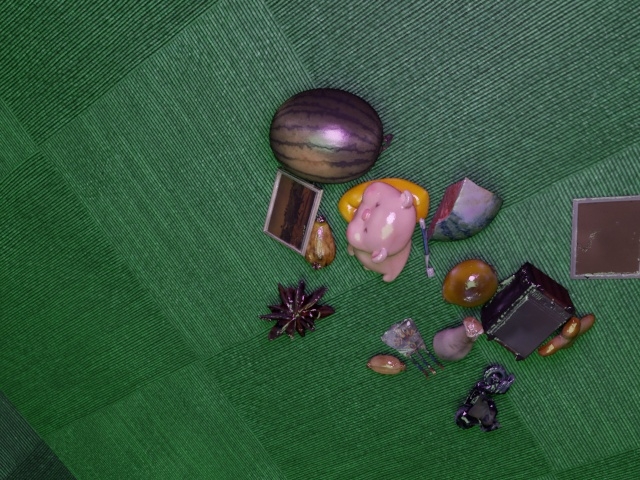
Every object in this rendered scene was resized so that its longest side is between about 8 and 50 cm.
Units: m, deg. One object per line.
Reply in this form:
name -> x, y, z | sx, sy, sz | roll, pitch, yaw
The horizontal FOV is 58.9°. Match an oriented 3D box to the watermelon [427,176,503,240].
watermelon -> 0.429, -0.089, 1.723 | 0.256, 0.260, 0.176 | -29, 90, 5

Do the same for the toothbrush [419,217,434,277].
toothbrush -> 0.339, 0.029, 1.805 | 0.026, 0.024, 0.288 | -9, 137, 10

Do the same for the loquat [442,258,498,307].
loquat -> 0.477, 0.142, 1.823 | 0.195, 0.152, 0.152 | -35, 100, 15

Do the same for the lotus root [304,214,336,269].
lotus root -> 0.000, 0.000, 1.908 | 0.108, 0.094, 0.191 | 4, 107, 4

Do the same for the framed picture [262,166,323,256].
framed picture -> -0.100, -0.094, 1.891 | 0.197, 0.014, 0.252 | 30, 118, 27

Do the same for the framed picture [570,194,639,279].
framed picture -> 0.880, -0.007, 1.734 | 0.216, 0.016, 0.274 | -2, 112, 13

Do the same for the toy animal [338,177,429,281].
toy animal -> 0.168, -0.035, 1.764 | 0.277, 0.247, 0.345 | 23, 115, 3

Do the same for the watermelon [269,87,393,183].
watermelon -> 0.030, -0.304, 1.672 | 0.359, 0.279, 0.279 | 12, 114, 7

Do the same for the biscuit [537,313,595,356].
biscuit -> 0.783, 0.299, 1.789 | 0.047, 0.207, 0.164 | 49, 118, 29

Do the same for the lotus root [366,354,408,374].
lotus root -> 0.241, 0.448, 2.047 | 0.150, 0.062, 0.073 | 3, 120, 12

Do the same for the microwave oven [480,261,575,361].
microwave oven -> 0.644, 0.220, 1.796 | 0.188, 0.178, 0.247 | 35, 115, -5

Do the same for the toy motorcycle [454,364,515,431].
toy motorcycle -> 0.592, 0.570, 1.992 | 0.159, 0.106, 0.270 | 29, 105, -4

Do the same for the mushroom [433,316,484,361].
mushroom -> 0.468, 0.339, 1.906 | 0.116, 0.093, 0.225 | 47, 148, 3

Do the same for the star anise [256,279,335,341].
star anise -> -0.085, 0.250, 2.017 | 0.212, 0.129, 0.283 | 42, 106, -12

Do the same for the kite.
kite -> 0.336, 0.391, 2.027 | 0.141, 0.015, 0.245 | -39, 95, 25
